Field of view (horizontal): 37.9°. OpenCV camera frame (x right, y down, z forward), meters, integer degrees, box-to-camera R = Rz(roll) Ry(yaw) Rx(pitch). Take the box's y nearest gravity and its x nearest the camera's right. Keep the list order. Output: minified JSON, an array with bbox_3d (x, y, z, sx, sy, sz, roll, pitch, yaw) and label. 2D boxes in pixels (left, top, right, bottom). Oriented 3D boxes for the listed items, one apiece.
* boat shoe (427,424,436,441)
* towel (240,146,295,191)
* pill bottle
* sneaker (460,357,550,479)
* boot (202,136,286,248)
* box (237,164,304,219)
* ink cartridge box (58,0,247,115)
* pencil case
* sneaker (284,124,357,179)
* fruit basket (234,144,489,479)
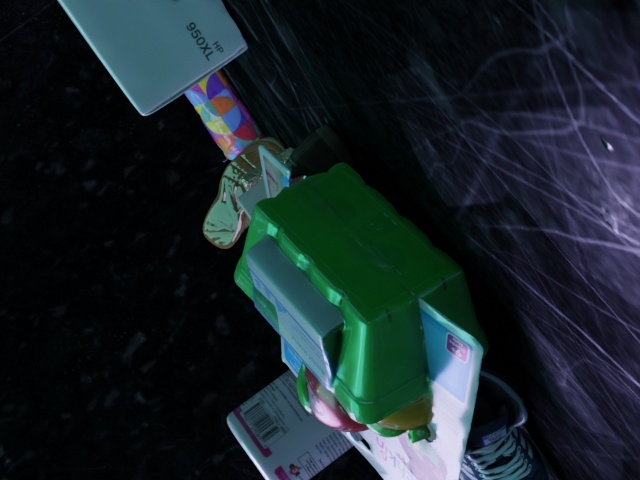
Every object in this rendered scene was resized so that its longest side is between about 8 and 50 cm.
[{"bbox_3d":[0.159,0.210,1.267,0.340,0.127,0.113,55,-156,-58],"label":"boat shoe"},{"bbox_3d":[-0.069,-0.093,1.528,0.027,0.110,0.148,61,-179,25],"label":"towel"},{"bbox_3d":[0.005,0.266,1.504,0.160,0.283,0.160,53,171,13],"label":"pill bottle"},{"bbox_3d":[0.194,0.230,1.041,0.282,0.099,0.153,59,178,-14],"label":"sneaker"},{"bbox_3d":[-0.109,-0.123,1.746,0.095,0.262,0.203,34,-142,2],"label":"boot"},{"bbox_3d":[0.000,0.000,1.284,0.149,0.127,0.232,56,177,-31],"label":"box"},{"bbox_3d":[-0.271,-0.354,1.256,0.285,0.166,0.395,56,177,-23],"label":"ink cartridge box"},{"bbox_3d":[-0.206,-0.270,1.874,0.236,0.104,0.104,58,176,-29],"label":"pencil case"},{"bbox_3d":[0.011,-0.053,1.036,0.066,0.071,0.188,52,176,39],"label":"sneaker"},{"bbox_3d":[0.028,0.120,0.947,0.327,0.165,0.353,46,146,36],"label":"fruit basket"}]
